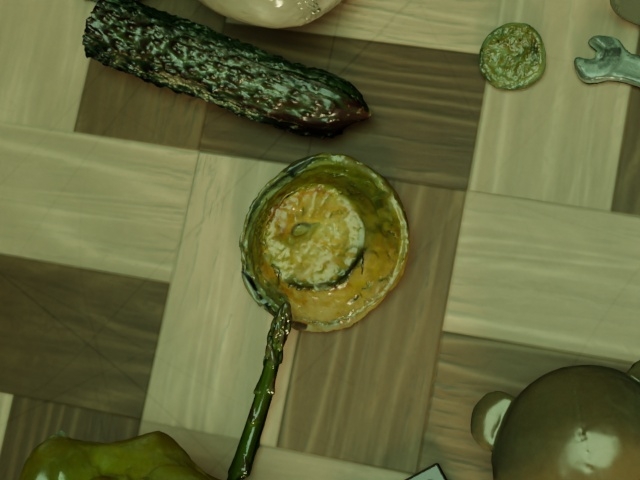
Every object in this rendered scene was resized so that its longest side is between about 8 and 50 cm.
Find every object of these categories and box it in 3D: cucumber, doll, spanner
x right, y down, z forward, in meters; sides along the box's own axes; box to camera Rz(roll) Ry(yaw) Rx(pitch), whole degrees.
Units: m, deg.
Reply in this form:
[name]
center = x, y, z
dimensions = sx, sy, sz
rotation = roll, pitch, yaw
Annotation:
[cucumber]
center = -0.110, -0.199, 1.487
dimensions = 0.359, 0.096, 0.096
rotation = 23, 84, 11
[doll]
center = 0.285, 0.292, 1.273
dimensions = 0.235, 0.174, 0.330
rotation = -15, 78, 14
[spanner]
center = 0.438, -0.168, 1.411
dimensions = 0.302, 0.017, 0.071
rotation = 22, 84, 14

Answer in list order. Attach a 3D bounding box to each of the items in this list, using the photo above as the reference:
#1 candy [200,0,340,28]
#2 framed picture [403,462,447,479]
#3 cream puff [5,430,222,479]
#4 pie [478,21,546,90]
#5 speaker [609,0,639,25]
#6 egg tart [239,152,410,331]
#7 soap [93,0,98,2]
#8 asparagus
[candy]
center = -0.060, -0.392, 1.452
dimensions = 0.295, 0.185, 0.296
rotation = 0, 82, -3
[framed picture]
center = 0.087, 0.344, 1.377
dimensions = 0.168, 0.023, 0.128
rotation = -29, 76, 4
[cream puff]
center = -0.238, 0.375, 1.328
dimensions = 0.378, 0.275, 0.378
rotation = -1, 93, -16
[pie]
center = 0.226, -0.217, 1.459
dimensions = 0.084, 0.021, 0.084
rotation = -1, 83, 11
[speaker]
center = 0.537, -0.309, 1.339
dimensions = 0.406, 0.183, 0.184
rotation = 16, 77, 14
[egg tart]
center = 0.000, -0.001, 1.429
dimensions = 0.212, 0.090, 0.213
rotation = -3, 79, 14
[soap]
center = -0.248, -0.353, 1.556
dimensions = 0.149, 0.056, 0.100
rotation = -15, 75, 7
[asparagus]
center = -0.069, 0.182, 1.421
dimensions = 0.027, 0.034, 0.236
rotation = 17, 94, 11
